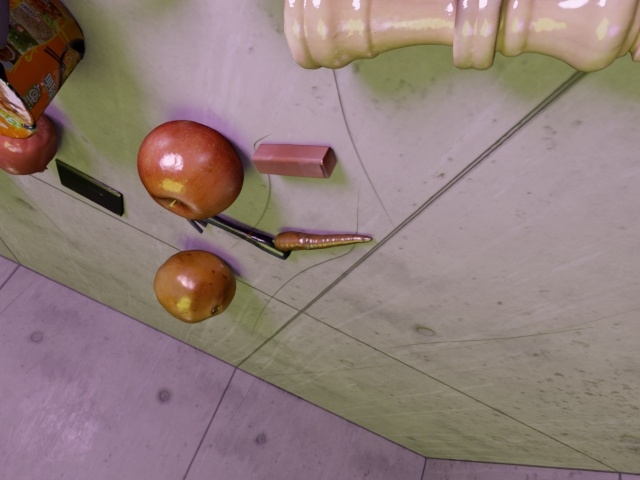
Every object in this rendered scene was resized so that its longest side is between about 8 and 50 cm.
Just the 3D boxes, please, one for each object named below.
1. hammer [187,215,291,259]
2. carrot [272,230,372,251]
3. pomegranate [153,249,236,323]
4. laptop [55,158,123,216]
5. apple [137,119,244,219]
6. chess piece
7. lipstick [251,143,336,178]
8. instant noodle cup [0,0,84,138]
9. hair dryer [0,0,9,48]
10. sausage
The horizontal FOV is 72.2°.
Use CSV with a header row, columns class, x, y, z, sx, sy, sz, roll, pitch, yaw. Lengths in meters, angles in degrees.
class,x,y,z,sx,sy,sz,roll,pitch,yaw
hammer,-0.208,-0.021,1.097,0.289,0.037,0.137,26,150,-3
carrot,0.000,0.000,0.982,0.254,0.049,0.049,-1,143,30
pomegranate,-0.369,0.134,1.292,0.232,0.233,0.233,18,150,11
laptop,-0.649,-0.144,1.238,0.197,0.016,0.135,28,149,-8
apple,-0.248,-0.126,0.829,0.201,0.162,0.201,17,148,11
chess piece,0.162,-0.224,0.433,0.396,0.117,0.117,10,148,20
lipstick,-0.047,-0.142,0.778,0.145,0.045,0.045,9,149,27
instant noodle cup,-0.511,-0.306,0.703,0.230,0.183,0.230,18,150,11
hair dryer,-0.327,-0.388,0.494,0.360,0.121,0.302,-3,110,3
sausage,-0.685,-0.227,1.003,0.148,0.148,0.254,38,148,-24
